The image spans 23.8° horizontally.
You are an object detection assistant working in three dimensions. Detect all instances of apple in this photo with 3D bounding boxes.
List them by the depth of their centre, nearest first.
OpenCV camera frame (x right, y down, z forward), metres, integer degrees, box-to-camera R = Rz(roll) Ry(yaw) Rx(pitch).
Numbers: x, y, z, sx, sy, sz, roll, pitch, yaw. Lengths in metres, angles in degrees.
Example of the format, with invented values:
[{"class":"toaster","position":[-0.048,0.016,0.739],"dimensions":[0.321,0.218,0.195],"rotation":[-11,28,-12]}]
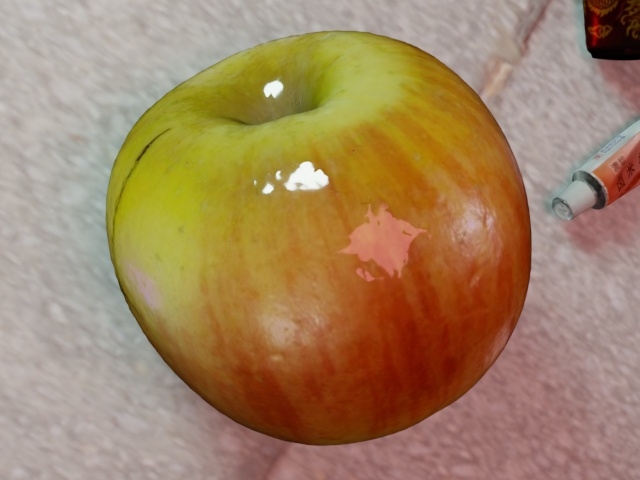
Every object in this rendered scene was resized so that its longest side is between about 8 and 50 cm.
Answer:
[{"class":"apple","position":[0.000,0.000,0.995],"dimensions":[0.286,0.286,0.233],"rotation":[-31,125,-19]}]

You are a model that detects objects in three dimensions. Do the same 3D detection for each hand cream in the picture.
[{"class":"hand cream","position":[0.274,-0.077,1.253],"dimensions":[0.216,0.038,0.052],"rotation":[-34,136,-22]}]

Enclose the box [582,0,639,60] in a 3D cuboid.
[{"class":"box","position":[0.298,-0.341,1.104],"dimensions":[0.116,0.264,0.415],"rotation":[-11,99,-28]}]
